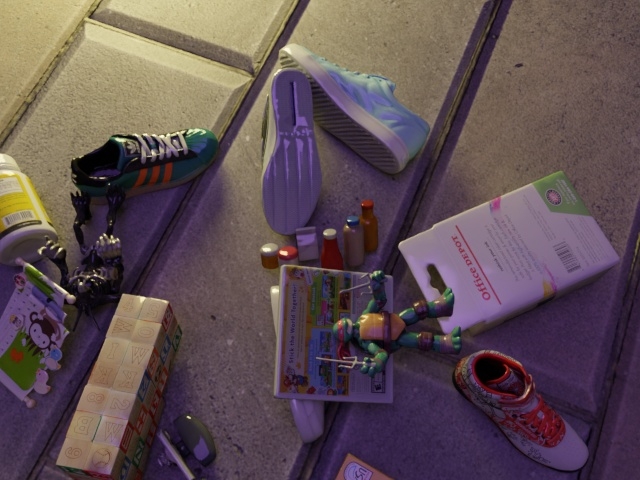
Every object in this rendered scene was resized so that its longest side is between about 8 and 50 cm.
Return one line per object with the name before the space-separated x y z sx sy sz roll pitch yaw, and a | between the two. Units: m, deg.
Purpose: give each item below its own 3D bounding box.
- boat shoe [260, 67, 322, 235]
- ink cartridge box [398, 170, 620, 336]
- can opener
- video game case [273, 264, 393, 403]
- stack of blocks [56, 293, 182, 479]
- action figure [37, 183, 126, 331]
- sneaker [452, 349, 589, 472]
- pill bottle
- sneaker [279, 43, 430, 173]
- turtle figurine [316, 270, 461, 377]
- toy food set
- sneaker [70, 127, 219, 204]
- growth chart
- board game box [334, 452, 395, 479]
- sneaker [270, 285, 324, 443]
boat shoe | -0.061 -0.175 1.294 0.121 0.119 0.335 4 86 -10
ink cartridge box | 0.337 0.039 1.191 0.354 0.119 0.207 -22 70 -8
can opener | -0.185 0.421 1.071 0.093 0.074 0.280 -34 71 -13
video game case | 0.027 0.162 1.099 0.207 0.026 0.226 7 73 -14
stack of blocks | -0.327 0.264 1.085 0.087 0.171 0.297 9 57 5
action figure | -0.444 0.027 1.206 0.164 0.141 0.275 -3 64 -2
sneaker | 0.347 0.290 1.074 0.270 0.145 0.090 39 74 15
pill bottle | -0.615 -0.063 1.257 0.119 0.119 0.208 -30 70 -10
sneaker | 0.074 -0.300 1.342 0.366 0.135 0.150 45 67 8
turtle figurine | 0.107 0.140 1.050 0.234 0.118 0.175 -3 71 -1
toy food set | 0.000 0.000 1.199 0.232 0.104 0.111 -7 33 -4
sneaker | -0.355 -0.166 1.291 0.302 0.121 0.108 -22 69 -8
growth chart | -0.536 0.171 1.169 0.172 0.021 0.237 26 95 16
board game box | 0.127 0.532 1.023 0.317 0.064 0.242 26 71 12
sneaker | 0.014 0.201 1.139 0.169 0.108 0.292 -11 67 0
